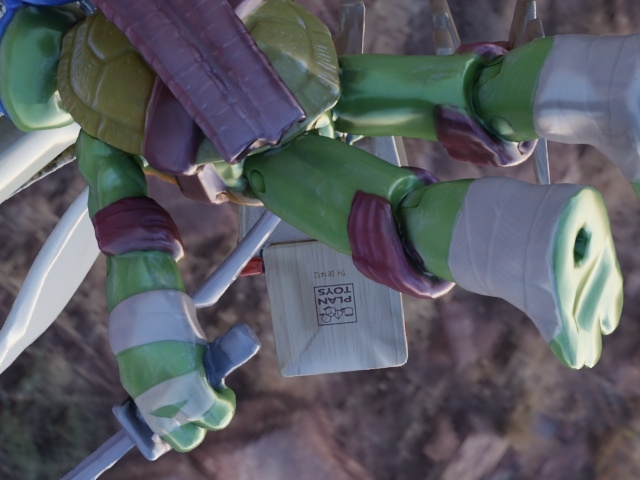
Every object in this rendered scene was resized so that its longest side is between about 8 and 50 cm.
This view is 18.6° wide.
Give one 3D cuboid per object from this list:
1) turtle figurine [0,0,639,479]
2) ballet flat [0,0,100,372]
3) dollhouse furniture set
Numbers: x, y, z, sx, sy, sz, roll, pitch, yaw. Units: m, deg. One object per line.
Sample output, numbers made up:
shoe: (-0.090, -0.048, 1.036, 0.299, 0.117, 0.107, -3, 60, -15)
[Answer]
turtle figurine: (0.000, 0.000, 0.764, 0.198, 0.266, 0.275, -15, 109, -60)
ballet flat: (-0.235, 0.014, 0.940, 0.483, 0.182, 0.164, -41, 170, -22)
dollhouse furniture set: (0.003, -0.040, 1.118, 0.262, 0.259, 0.135, -6, 112, 4)
